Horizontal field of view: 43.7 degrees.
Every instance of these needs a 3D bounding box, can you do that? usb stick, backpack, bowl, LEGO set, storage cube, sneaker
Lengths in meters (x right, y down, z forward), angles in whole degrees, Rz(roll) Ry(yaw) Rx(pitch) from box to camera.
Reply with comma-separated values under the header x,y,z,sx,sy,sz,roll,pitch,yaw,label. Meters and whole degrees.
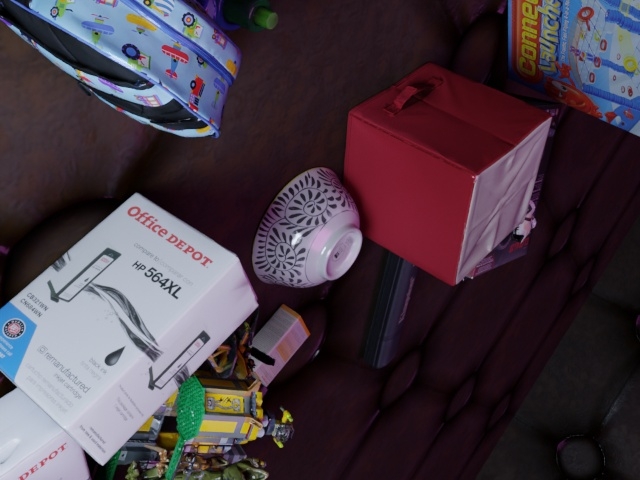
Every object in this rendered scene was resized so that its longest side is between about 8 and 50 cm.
x,y,z,sx,sy,sz,roll,pitch,yaw,label
0.125,0.101,1.343,0.077,0.045,0.278,-28,139,-42,usb stick
-0.130,-0.151,0.558,0.117,0.173,0.158,-57,151,-2,backpack
0.000,0.000,1.011,0.170,0.080,0.170,-39,147,-31,bowl
-0.112,0.246,0.886,0.192,0.255,0.331,11,98,-32,LEGO set
0.161,-0.091,1.059,0.184,0.193,0.215,-36,144,-35,storage cube
0.300,-0.033,1.204,0.043,0.040,0.109,-57,145,-15,sneaker

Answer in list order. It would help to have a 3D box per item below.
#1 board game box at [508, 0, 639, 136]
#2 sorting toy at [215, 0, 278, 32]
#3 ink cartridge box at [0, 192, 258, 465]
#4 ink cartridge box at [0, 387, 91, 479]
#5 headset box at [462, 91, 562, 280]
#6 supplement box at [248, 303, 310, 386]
x,y,z,sx,sy,sz,roll,pitch,yaw,label
0.419,-0.305,1.140,0.086,0.302,0.308,-48,150,-18,board game box
0.016,-0.316,0.679,0.365,0.126,0.127,-55,152,-7,sorting toy
-0.181,0.071,0.722,0.203,0.148,0.086,-47,148,-22,ink cartridge box
-0.302,0.253,0.777,0.140,0.082,0.190,-35,142,-36,ink cartridge box
0.265,-0.081,1.267,0.218,0.110,0.293,-14,118,-52,headset box
-0.063,0.144,1.096,0.098,0.036,0.062,-49,151,-17,supplement box
